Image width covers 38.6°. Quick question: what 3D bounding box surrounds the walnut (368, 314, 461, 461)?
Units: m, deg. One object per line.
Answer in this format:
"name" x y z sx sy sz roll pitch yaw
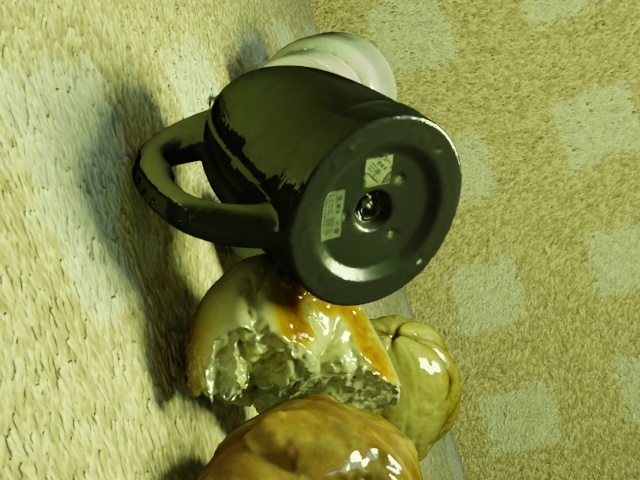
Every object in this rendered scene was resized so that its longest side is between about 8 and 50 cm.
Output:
"walnut" 0.103 0.248 1.514 0.283 0.283 0.227 67 32 -28

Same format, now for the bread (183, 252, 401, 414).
"bread" -0.054 0.118 1.092 0.314 0.171 0.192 21 40 -51

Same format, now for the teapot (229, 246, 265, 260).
"teapot" -0.056 0.040 1.291 0.183 0.183 0.251 49 38 -65

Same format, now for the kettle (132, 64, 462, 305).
"kettle" -0.055 -0.085 1.069 0.324 0.320 0.228 41 -39 48

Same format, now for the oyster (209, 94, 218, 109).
"oyster" -0.147 -0.198 1.497 0.098 0.037 0.100 51 24 -61

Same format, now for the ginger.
"ginger" -0.022 0.266 0.949 0.223 0.269 0.200 -135 -122 -71

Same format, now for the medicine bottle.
"medicine bottle" -0.002 -0.267 1.763 0.325 0.256 0.256 -44 117 -66
